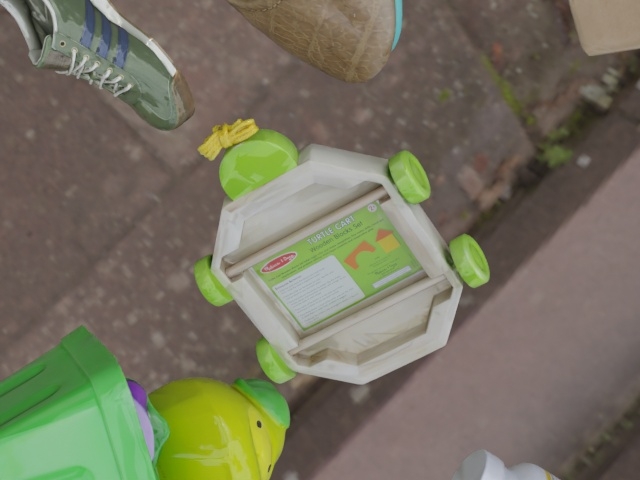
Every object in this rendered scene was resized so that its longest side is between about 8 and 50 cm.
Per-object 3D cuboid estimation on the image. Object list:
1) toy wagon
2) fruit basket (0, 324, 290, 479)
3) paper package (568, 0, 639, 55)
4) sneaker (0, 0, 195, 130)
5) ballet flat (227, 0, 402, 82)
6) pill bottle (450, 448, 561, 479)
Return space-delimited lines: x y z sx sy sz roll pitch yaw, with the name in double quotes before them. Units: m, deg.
"toy wagon" 0.000 0.000 1.530 0.267 0.068 0.344 -28 115 20
"fruit basket" -0.176 0.270 1.611 0.392 0.283 0.392 -3 100 -19
"paper package" 0.386 -0.362 1.452 0.310 0.324 0.168 67 31 -26
"sneaker" -0.188 -0.148 1.142 0.192 0.064 0.086 51 51 -9
"ballet flat" -0.056 -0.230 0.721 0.124 0.116 0.343 -28 112 -41
"pill bottle" 0.216 0.283 1.446 0.184 0.103 0.103 32 97 -11
